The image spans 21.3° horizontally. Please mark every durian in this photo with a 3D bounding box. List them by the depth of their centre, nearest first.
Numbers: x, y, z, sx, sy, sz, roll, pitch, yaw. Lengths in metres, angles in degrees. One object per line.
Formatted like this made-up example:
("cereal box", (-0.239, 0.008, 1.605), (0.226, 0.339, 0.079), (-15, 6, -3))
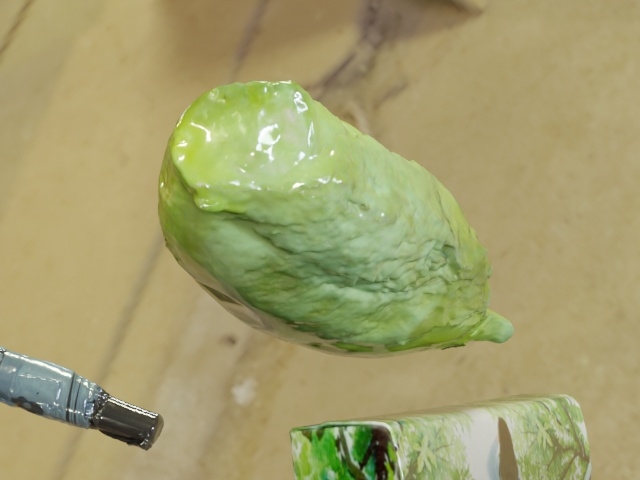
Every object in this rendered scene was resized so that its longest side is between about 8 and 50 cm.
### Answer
("durian", (0.000, 0.000, 0.851), (0.139, 0.250, 0.101), (16, 71, 33))

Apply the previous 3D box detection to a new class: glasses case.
("glasses case", (0.075, 0.135, 0.913), (0.062, 0.272, 0.095), (-8, 85, 27))

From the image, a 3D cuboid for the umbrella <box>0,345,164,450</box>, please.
("umbrella", (-0.265, 0.134, 1.584), (0.052, 0.250, 0.053), (36, -107, -84))
